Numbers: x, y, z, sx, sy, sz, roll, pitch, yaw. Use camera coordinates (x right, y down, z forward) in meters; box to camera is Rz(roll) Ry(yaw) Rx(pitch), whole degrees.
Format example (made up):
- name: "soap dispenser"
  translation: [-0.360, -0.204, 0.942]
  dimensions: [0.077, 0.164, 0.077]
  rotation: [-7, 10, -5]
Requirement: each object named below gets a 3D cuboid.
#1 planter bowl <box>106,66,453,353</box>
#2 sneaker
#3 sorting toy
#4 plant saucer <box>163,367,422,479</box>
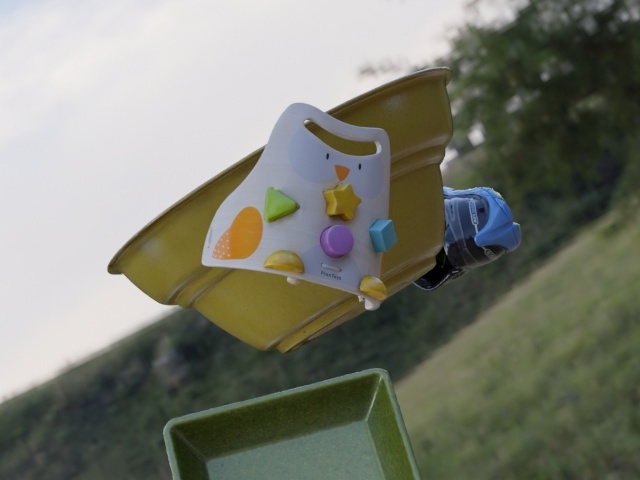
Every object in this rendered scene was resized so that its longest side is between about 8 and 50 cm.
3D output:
- name: "planter bowl"
  translation: [0.000, 0.000, 0.921]
  dimensions: [0.217, 0.090, 0.217]
  rotation: [-30, -6, -4]
- name: "sneaker"
  translation: [0.082, -0.001, 1.302]
  dimensions: [0.078, 0.067, 0.188]
  rotation: [-28, 7, -20]
- name: "sorting toy"
  translation: [0.002, -0.016, 0.712]
  dimensions: [0.083, 0.075, 0.045]
  rotation: [16, -11, -26]
- name: "plant saucer"
  translation: [-0.013, 0.210, 1.329]
  dimensions: [0.188, 0.188, 0.045]
  rotation: [-14, -33, -5]
